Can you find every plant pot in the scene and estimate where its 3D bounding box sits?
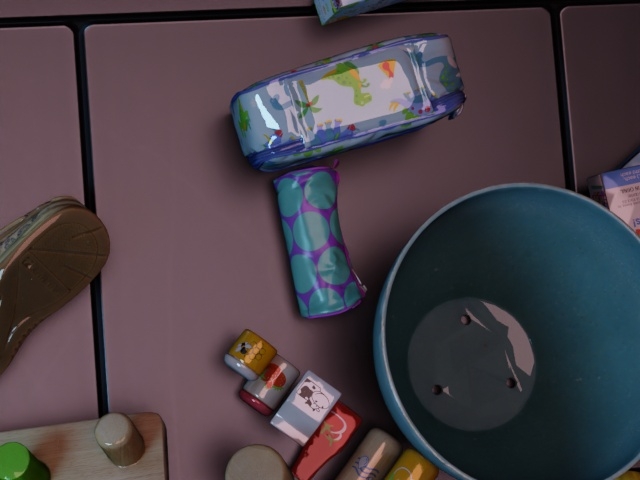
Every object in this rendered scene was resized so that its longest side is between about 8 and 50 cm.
[{"bbox_3d":[0.173,0.107,1.528,0.290,0.195,0.290,3,78,-13],"label":"plant pot"}]

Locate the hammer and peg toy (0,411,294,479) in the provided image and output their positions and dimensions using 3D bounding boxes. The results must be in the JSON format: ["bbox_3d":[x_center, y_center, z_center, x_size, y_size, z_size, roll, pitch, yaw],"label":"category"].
[{"bbox_3d":[-0.204,0.285,1.415,0.361,0.127,0.266,-7,62,4],"label":"hammer and peg toy"}]

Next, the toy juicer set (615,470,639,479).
[{"bbox_3d":[0.228,0.387,1.588,0.329,0.089,0.209,-32,111,2],"label":"toy juicer set"}]

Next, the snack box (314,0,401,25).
[{"bbox_3d":[0.071,-0.261,1.599,0.141,0.100,0.037,-19,89,-11],"label":"snack box"}]

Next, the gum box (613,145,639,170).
[{"bbox_3d":[0.418,-0.048,1.670,0.157,0.041,0.184,-42,92,-10],"label":"gum box"}]

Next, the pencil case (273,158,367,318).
[{"bbox_3d":[0.000,0.000,1.583,0.070,0.064,0.151,-13,88,5],"label":"pencil case"}]

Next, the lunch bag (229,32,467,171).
[{"bbox_3d":[0.026,-0.133,1.545,0.219,0.176,0.090,-17,93,-9],"label":"lunch bag"}]

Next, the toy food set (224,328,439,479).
[{"bbox_3d":[-0.011,0.196,1.540,0.232,0.111,0.104,36,81,0],"label":"toy food set"}]

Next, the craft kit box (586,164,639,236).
[{"bbox_3d":[0.419,0.027,1.617,0.250,0.061,0.246,-12,86,-8],"label":"craft kit box"}]

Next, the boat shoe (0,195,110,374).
[{"bbox_3d":[-0.327,0.066,1.520,0.285,0.089,0.104,-37,118,-8],"label":"boat shoe"}]
